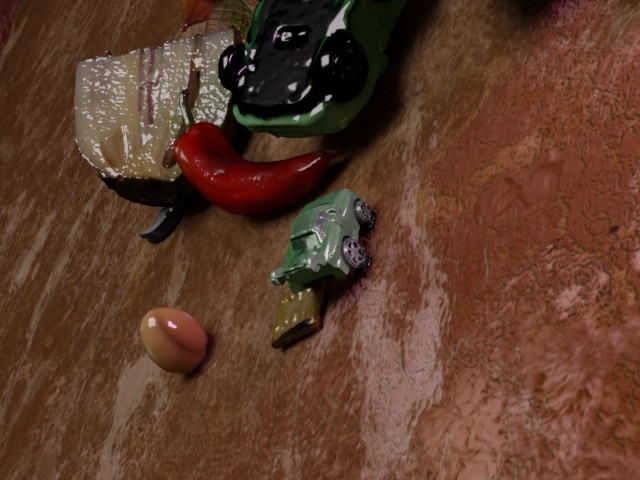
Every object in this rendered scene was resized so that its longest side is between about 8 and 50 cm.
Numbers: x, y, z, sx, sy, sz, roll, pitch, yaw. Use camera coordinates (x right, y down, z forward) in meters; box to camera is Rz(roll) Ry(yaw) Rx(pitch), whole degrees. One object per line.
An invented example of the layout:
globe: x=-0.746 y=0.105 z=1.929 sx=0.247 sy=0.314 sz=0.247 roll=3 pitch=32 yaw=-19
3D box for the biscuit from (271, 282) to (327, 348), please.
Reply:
biscuit: x=-0.024 y=0.083 z=1.527 sx=0.083 sy=0.018 sz=0.081 roll=-31 pitch=36 yaw=41

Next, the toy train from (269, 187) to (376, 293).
toy train: x=0.000 y=0.000 z=1.484 sx=0.099 sy=0.081 sz=0.149 roll=-21 pitch=43 yaw=35

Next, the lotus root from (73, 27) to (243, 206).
lotus root: x=-0.232 y=-0.166 z=1.995 sx=0.267 sy=0.149 sz=0.260 roll=-11 pitch=60 yaw=11

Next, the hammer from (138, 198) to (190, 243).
hammer: x=-0.264 y=-0.078 z=2.115 sx=0.103 sy=0.029 sz=0.246 roll=-50 pitch=26 yaw=15

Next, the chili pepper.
chili pepper: x=-0.105 y=-0.104 z=1.775 sx=0.368 sy=0.092 sz=0.137 roll=26 pitch=93 yaw=45

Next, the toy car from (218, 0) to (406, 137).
toy car: x=0.019 y=-0.293 z=1.682 sx=0.213 sy=0.176 sz=0.358 roll=2 pitch=71 yaw=40

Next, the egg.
egg: x=-0.195 y=0.129 z=1.694 sx=0.080 sy=0.096 sz=0.080 roll=-24 pitch=45 yaw=27

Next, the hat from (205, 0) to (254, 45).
hat: x=-0.118 y=-0.325 z=2.091 sx=0.146 sy=0.067 sz=0.146 roll=15 pitch=112 yaw=43

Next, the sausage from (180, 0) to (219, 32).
sausage: x=-0.157 y=-0.511 z=2.297 sx=0.328 sy=0.112 sz=0.112 roll=-53 pitch=26 yaw=10
